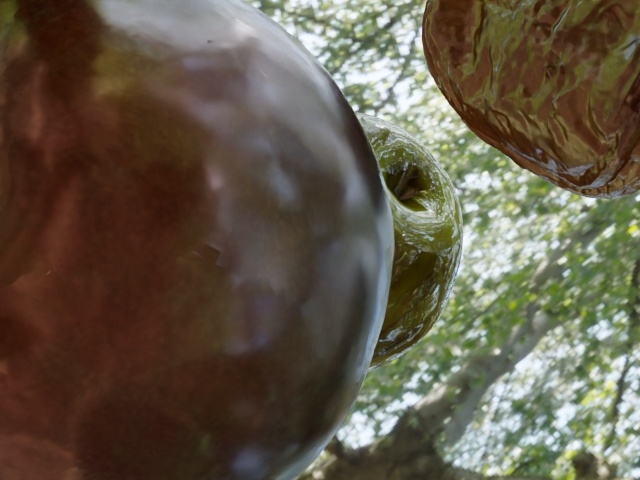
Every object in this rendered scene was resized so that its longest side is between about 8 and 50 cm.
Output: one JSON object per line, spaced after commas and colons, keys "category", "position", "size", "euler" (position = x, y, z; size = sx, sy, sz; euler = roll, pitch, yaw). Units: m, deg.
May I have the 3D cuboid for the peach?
{"category": "peach", "position": [-0.084, 0.008, 0.485], "size": [0.252, 0.252, 0.253], "euler": [15, -64, 34]}

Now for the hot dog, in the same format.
{"category": "hot dog", "position": [0.181, -0.138, 0.772], "size": [0.272, 0.122, 0.196], "euler": [34, -79, 59]}

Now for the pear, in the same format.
{"category": "pear", "position": [0.000, 0.000, 1.076], "size": [0.283, 0.283, 0.284], "euler": [15, -64, 34]}
